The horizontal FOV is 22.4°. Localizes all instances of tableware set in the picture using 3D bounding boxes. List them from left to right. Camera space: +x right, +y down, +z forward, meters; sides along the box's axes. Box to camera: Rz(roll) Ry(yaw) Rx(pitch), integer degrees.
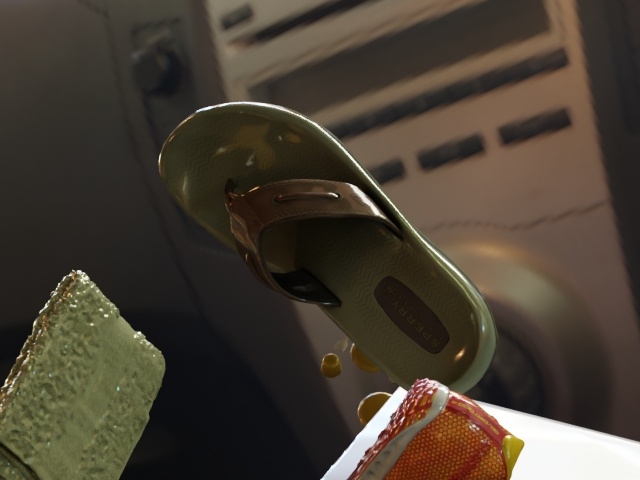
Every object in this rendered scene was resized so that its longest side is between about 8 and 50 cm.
[{"bbox_3d":[0.070,0.160,1.724,0.154,0.024,0.104,31,62,19],"label":"tableware set"}]

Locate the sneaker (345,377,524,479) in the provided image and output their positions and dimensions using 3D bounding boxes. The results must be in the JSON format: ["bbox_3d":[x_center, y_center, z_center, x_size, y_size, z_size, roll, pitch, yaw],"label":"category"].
[{"bbox_3d":[0.029,0.135,0.734,0.175,0.067,0.064,-53,2,42],"label":"sneaker"}]

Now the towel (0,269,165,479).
[{"bbox_3d":[-0.153,0.102,1.005,0.027,0.110,0.148,-8,45,35],"label":"towel"}]

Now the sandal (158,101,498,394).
[{"bbox_3d":[0.002,0.000,1.184,0.120,0.303,0.086,-58,-20,17],"label":"sandal"}]

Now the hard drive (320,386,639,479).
[{"bbox_3d":[0.189,0.200,1.147,0.353,0.047,0.233,13,21,17],"label":"hard drive"}]
